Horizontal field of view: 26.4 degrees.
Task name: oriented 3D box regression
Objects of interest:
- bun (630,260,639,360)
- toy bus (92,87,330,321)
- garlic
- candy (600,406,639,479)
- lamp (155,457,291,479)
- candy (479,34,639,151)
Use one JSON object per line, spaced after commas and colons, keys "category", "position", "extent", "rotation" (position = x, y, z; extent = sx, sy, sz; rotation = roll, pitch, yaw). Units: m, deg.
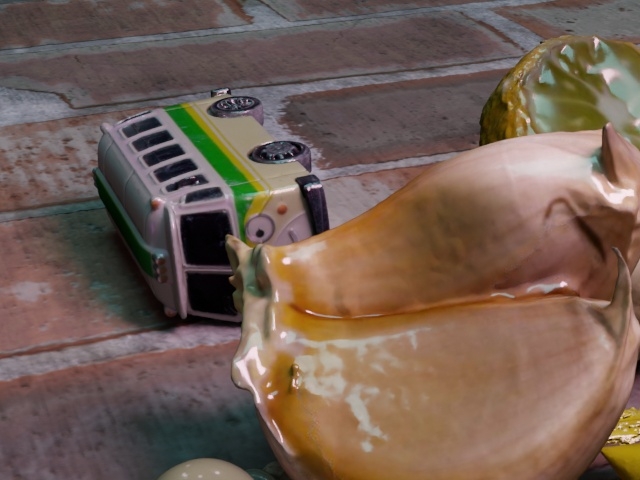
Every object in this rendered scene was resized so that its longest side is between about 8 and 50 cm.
{"category": "bun", "position": [0.223, 0.039, 1.180], "extent": [0.231, 0.133, 0.231], "rotation": [9, 0, 0]}
{"category": "toy bus", "position": [-0.110, -0.034, 1.342], "extent": [0.179, 0.143, 0.305], "rotation": [-12, 27, -18]}
{"category": "garlic", "position": [0.095, 0.059, 0.973], "extent": [0.313, 0.249, 0.286], "rotation": [-14, 24, 8]}
{"category": "candy", "position": [0.310, 0.189, 0.901], "extent": [0.187, 0.081, 0.297], "rotation": [-8, 27, -7]}
{"category": "lamp", "position": [-0.058, 0.185, 0.938], "extent": [0.091, 0.091, 0.163], "rotation": [11, 11, 24]}
{"category": "candy", "position": [0.284, -0.089, 1.374], "extent": [0.260, 0.118, 0.260], "rotation": [9, 54, -13]}
